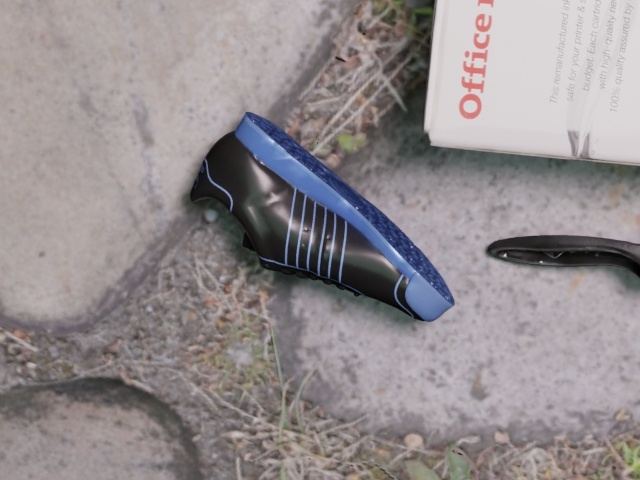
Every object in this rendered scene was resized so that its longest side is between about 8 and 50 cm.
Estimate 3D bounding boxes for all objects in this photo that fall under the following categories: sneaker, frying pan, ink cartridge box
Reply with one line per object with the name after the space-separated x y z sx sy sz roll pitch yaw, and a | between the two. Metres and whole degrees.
0.000 0.000 1.034 0.232 0.081 0.090 41 104 0 | sneaker
0.310 0.003 0.979 0.326 0.053 0.197 11 144 -2 | frying pan
0.225 -0.168 0.961 0.283 0.117 0.207 5 104 1 | ink cartridge box
